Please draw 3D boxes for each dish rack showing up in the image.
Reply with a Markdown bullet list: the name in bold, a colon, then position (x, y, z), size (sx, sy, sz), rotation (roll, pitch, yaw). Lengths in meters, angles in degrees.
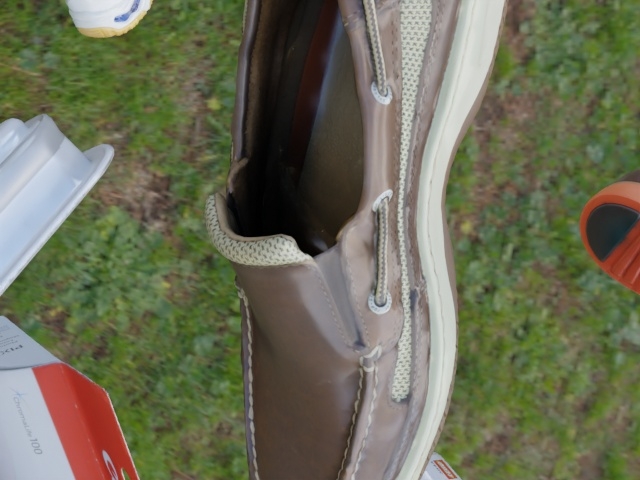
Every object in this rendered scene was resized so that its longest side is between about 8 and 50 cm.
- **dish rack**: position (-0.286, 0.048, 0.690), size (0.072, 0.333, 0.285), rotation (51, 45, -19)

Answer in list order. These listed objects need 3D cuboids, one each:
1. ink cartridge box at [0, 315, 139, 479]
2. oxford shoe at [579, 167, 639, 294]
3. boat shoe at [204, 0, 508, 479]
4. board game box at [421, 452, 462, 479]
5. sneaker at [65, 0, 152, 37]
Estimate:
- **ink cartridge box**: position (-0.160, 0.156, 0.754), size (0.066, 0.232, 0.189), rotation (-23, 107, -19)
- **oxford shoe**: position (0.314, 0.029, 0.831), size (0.098, 0.271, 0.097), rotation (-36, 154, -37)
- **boat shoe**: position (-0.006, -0.002, 0.443), size (0.095, 0.095, 0.257), rotation (-9, 110, -47)
- **board game box**: position (0.104, 0.319, 0.813), size (0.193, 0.305, 0.053), rotation (-49, 154, 14)
- **sneaker**: position (-0.230, -0.384, 1.469), size (0.131, 0.112, 0.296), rotation (67, 30, -47)
